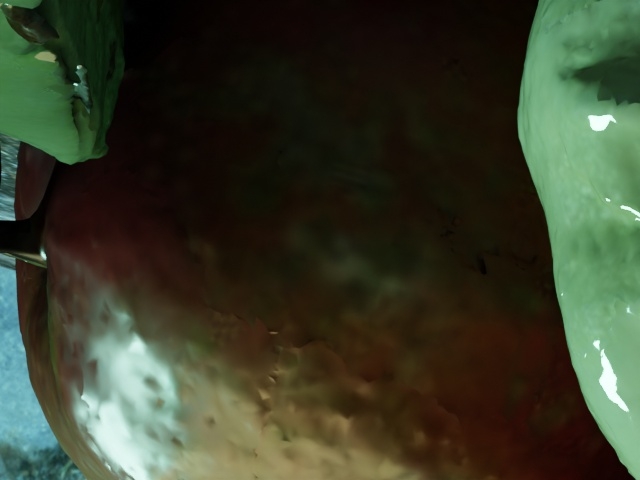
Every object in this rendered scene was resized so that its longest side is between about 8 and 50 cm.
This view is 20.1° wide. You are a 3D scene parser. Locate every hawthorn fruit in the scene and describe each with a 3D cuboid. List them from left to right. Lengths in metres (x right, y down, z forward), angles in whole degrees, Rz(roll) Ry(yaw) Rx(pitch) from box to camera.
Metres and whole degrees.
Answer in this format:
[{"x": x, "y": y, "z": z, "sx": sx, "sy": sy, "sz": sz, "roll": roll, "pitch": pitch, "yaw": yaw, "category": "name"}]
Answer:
[{"x": 0.014, "y": -0.002, "z": 0.759, "sx": 0.316, "sy": 0.316, "sz": 0.316, "roll": 14, "pitch": 171, "yaw": 2, "category": "hawthorn fruit"}]

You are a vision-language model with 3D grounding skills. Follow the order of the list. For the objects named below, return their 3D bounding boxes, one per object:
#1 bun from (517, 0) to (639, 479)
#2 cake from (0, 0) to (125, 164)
[{"x": 0.180, "y": -0.017, "z": 0.540, "sx": 0.259, "sy": 0.259, "sz": 0.160, "roll": 17, "pitch": 166, "yaw": -12, "category": "bun"}, {"x": -0.126, "y": -0.127, "z": 0.425, "sx": 0.172, "sy": 0.158, "sz": 0.283, "roll": 8, "pitch": 165, "yaw": 0, "category": "cake"}]
